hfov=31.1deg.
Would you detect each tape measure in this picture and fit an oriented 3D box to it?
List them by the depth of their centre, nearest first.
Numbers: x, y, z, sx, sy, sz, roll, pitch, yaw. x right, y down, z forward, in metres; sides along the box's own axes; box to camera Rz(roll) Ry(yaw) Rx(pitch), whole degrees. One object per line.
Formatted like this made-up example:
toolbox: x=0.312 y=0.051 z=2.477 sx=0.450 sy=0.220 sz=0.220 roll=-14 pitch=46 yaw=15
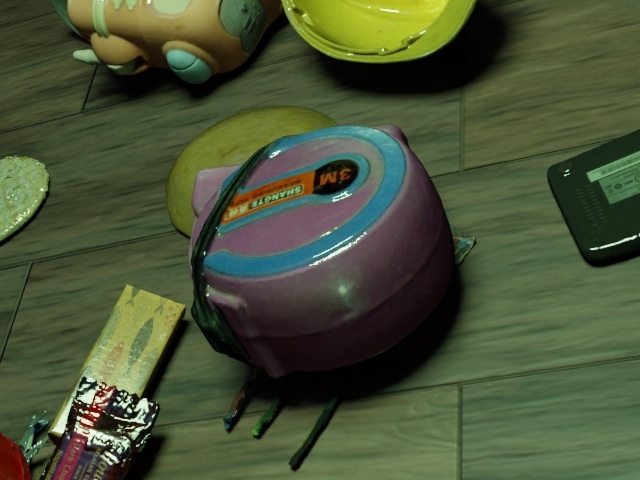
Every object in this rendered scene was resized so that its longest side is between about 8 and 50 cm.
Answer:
tape measure: x=0.000 y=0.000 z=1.023 sx=0.232 sy=0.149 sz=0.245 roll=-14 pitch=37 yaw=15

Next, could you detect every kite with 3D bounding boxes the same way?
kite: x=0.018 y=0.074 z=1.049 sx=0.152 sy=0.015 sz=0.285 roll=14 pitch=58 yaw=37

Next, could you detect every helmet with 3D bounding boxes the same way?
helmet: x=0.089 y=-0.279 z=1.252 sx=0.257 sy=0.140 sz=0.205 roll=24 pitch=97 yaw=30

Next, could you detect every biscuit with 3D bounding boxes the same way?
biscuit: x=-0.391 y=-0.045 z=1.379 sx=0.152 sy=0.020 sz=0.152 roll=-15 pitch=43 yaw=15

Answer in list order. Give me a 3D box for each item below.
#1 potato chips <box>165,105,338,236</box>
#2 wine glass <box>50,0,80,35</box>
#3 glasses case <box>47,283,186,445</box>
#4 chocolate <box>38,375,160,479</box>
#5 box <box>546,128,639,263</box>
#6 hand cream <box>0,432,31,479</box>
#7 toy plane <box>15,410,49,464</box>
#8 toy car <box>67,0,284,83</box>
potato chips: x=-0.076 y=-0.087 z=1.220 sx=0.208 sy=0.062 sz=0.195 roll=13 pitch=55 yaw=39
wine glass: x=-0.264 y=-0.363 z=1.542 sx=0.111 sy=0.111 sz=0.204 roll=21 pitch=65 yaw=40
glasses case: x=-0.189 y=0.127 z=1.088 sx=0.065 sy=0.041 sz=0.170 roll=20 pitch=57 yaw=5
chocolate: x=-0.209 y=0.212 z=1.004 sx=0.086 sy=0.028 sz=0.182 roll=18 pitch=74 yaw=8
box: x=0.274 y=-0.044 z=1.014 sx=0.126 sy=0.027 sz=0.125 roll=-22 pitch=44 yaw=9
hand cream: x=-0.365 y=0.231 z=1.016 sx=0.193 sy=0.125 sz=0.193 roll=-17 pitch=49 yaw=20
toy plane: x=-0.279 y=0.200 z=1.086 sx=0.078 sy=0.024 sz=0.084 roll=-20 pitch=40 yaw=37
toy car: x=-0.174 y=-0.293 z=1.375 sx=0.271 sy=0.180 sz=0.212 roll=8 pitch=76 yaw=22
